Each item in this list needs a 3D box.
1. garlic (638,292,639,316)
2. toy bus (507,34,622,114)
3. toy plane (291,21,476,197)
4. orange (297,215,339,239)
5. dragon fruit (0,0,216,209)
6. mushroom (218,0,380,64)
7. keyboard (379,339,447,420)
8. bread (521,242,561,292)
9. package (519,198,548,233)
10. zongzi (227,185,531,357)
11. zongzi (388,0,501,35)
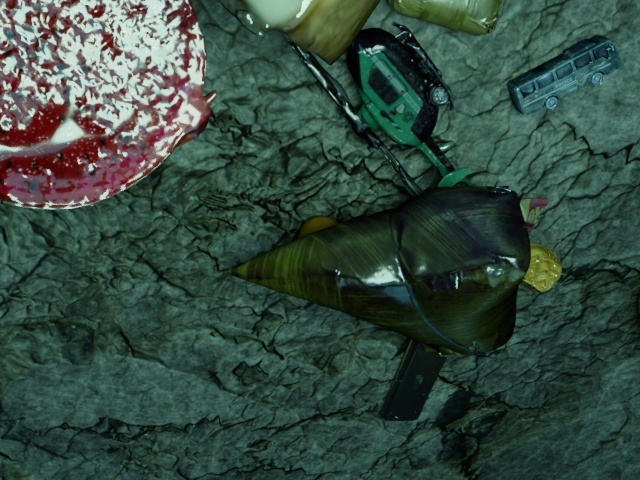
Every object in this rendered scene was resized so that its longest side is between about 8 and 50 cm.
[{"bbox_3d":[0.734,0.134,1.232,0.237,0.210,0.292,-24,132,12],"label":"garlic"},{"bbox_3d":[0.375,-0.255,1.003,0.166,0.047,0.065,-27,119,7],"label":"toy bus"},{"bbox_3d":[0.128,-0.184,0.973,0.155,0.106,0.381,-34,123,18],"label":"toy plane"},{"bbox_3d":[0.000,0.000,1.072,0.085,0.085,0.085,-5,123,-8],"label":"orange"},{"bbox_3d":[-0.326,-0.230,0.767,0.386,0.249,0.371,22,100,-26],"label":"dragon fruit"},{"bbox_3d":[0.049,-0.397,0.694,0.224,0.313,0.397,43,105,12],"label":"mushroom"},{"bbox_3d":[0.191,0.282,1.322,0.093,0.025,0.230,8,120,-18],"label":"keyboard"},{"bbox_3d":[0.397,0.049,1.203,0.110,0.044,0.083,31,110,-24],"label":"bread"},{"bbox_3d":[0.361,-0.040,1.148,0.059,0.029,0.083,2,133,-21],"label":"package"},{"bbox_3d":[0.111,0.089,1.069,0.432,0.208,0.403,-11,150,9],"label":"zongzi"},{"bbox_3d":[0.183,-0.378,0.873,0.160,0.078,0.176,8,110,-16],"label":"zongzi"}]
